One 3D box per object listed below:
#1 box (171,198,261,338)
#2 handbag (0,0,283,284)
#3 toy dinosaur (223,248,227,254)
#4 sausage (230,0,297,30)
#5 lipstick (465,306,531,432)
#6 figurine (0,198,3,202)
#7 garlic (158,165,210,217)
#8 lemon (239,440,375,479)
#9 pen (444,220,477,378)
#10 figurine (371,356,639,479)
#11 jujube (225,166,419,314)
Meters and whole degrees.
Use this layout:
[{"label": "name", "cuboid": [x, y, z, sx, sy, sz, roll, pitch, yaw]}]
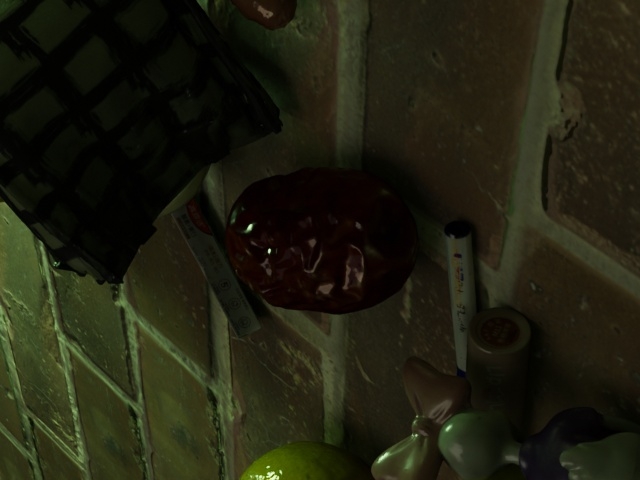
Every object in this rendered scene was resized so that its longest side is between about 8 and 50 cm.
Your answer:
[{"label": "box", "cuboid": [-0.151, 0.036, 1.984, 0.218, 0.040, 0.055, 63, 178, -17]}, {"label": "handbag", "cuboid": [-0.250, -0.158, 1.568, 0.327, 0.325, 0.162, 53, 166, -29]}, {"label": "toy dinosaur", "cuboid": [-0.110, 0.025, 1.947, 0.062, 0.021, 0.083, 39, 162, 36]}, {"label": "sausage", "cuboid": [-0.134, -0.344, 1.515, 0.304, 0.078, 0.078, 45, 151, 4]}, {"label": "lipstick", "cuboid": [0.199, 0.187, 1.602, 0.070, 0.070, 0.254, 35, 146, 32]}, {"label": "figurine", "cuboid": [-0.568, -0.185, 2.260, 0.344, 0.215, 0.187, 37, 104, 49]}, {"label": "garlic", "cuboid": [-0.275, -0.130, 1.850, 0.281, 0.203, 0.185, 43, 174, 8]}, {"label": "lemon", "cuboid": [-0.017, 0.400, 2.001, 0.263, 0.236, 0.236, -29, 97, 35]}, {"label": "pen", "cuboid": [0.165, 0.087, 1.588, 0.033, 0.033, 0.269, 30, 143, 38]}, {"label": "figurine", "cuboid": [0.254, 0.239, 1.424, 0.421, 0.154, 0.193, 10, 167, 44]}, {"label": "jujube", "cuboid": [0.000, 0.000, 1.612, 0.250, 0.174, 0.174, -8, 115, 47]}]
